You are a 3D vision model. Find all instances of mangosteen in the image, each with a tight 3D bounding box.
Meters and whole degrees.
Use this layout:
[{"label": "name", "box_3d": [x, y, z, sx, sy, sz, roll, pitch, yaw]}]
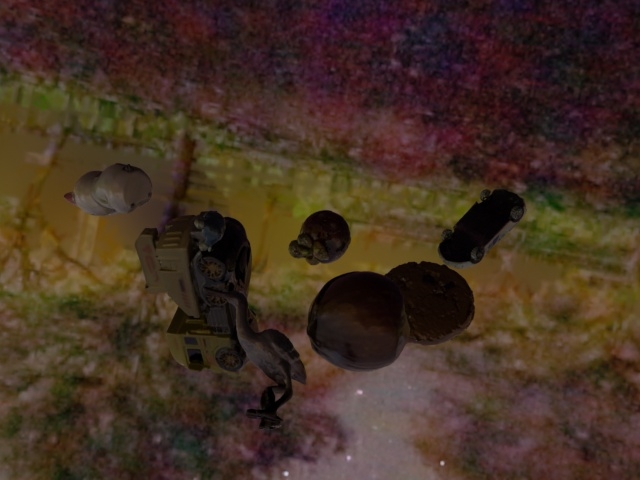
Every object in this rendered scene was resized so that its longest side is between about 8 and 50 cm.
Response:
[{"label": "mangosteen", "box_3d": [0.000, 0.000, 2.231, 0.180, 0.166, 0.166, -38, -152, -29]}]

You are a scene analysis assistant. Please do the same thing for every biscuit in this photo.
[{"label": "biscuit", "box_3d": [0.296, 0.171, 2.158, 0.295, 0.296, 0.075, 10, 141, 7]}]

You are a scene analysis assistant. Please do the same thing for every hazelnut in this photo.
[{"label": "hazelnut", "box_3d": [0.078, 0.180, 1.582, 0.218, 0.234, 0.218, 0, -141, 0]}]

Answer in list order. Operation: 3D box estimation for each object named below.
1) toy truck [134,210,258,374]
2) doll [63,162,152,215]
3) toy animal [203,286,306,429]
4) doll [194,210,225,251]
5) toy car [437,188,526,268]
[{"label": "toy truck", "box_3d": [-0.282, 0.125, 1.798, 0.253, 0.405, 0.181, 1, -146, 11]}, {"label": "doll", "box_3d": [-0.445, -0.104, 1.609, 0.180, 0.107, 0.110, -11, -160, 35]}, {"label": "toy animal", "box_3d": [-0.118, 0.229, 1.592, 0.090, 0.324, 0.195, -21, 176, 34]}, {"label": "doll", "box_3d": [-0.215, -0.019, 1.503, 0.050, 0.076, 0.083, -1, -157, 3]}, {"label": "toy car", "box_3d": [0.316, -0.022, 1.491, 0.095, 0.205, 0.056, 36, 167, 41]}]
